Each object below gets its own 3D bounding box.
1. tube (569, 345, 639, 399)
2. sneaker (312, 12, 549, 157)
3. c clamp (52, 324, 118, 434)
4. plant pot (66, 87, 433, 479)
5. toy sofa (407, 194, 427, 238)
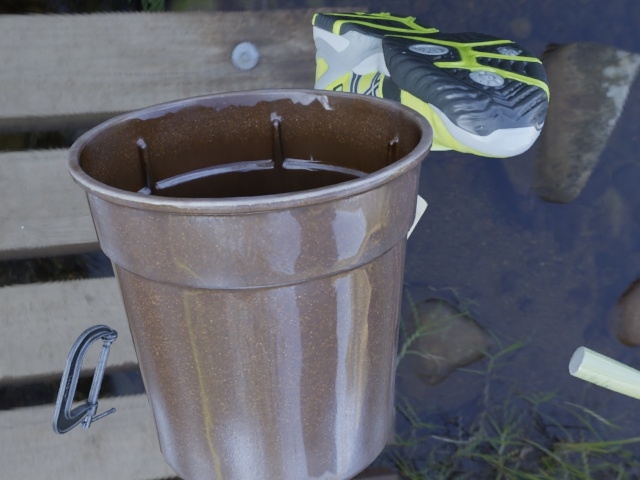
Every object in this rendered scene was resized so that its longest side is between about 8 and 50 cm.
[{"bbox_3d":[0.612,0.280,1.757,0.240,0.070,0.062,22,110,-6],"label":"tube"},{"bbox_3d":[0.104,-0.142,0.922,0.145,0.385,0.147,-5,113,-19],"label":"sneaker"},{"bbox_3d":[-0.281,0.168,1.084,0.022,0.137,0.161,22,111,15],"label":"c clamp"},{"bbox_3d":[-0.027,0.025,0.444,0.167,0.167,0.165,-12,116,-18],"label":"plant pot"},{"bbox_3d":[0.000,0.000,1.487,0.150,0.362,0.177,40,64,-12],"label":"toy sofa"}]
